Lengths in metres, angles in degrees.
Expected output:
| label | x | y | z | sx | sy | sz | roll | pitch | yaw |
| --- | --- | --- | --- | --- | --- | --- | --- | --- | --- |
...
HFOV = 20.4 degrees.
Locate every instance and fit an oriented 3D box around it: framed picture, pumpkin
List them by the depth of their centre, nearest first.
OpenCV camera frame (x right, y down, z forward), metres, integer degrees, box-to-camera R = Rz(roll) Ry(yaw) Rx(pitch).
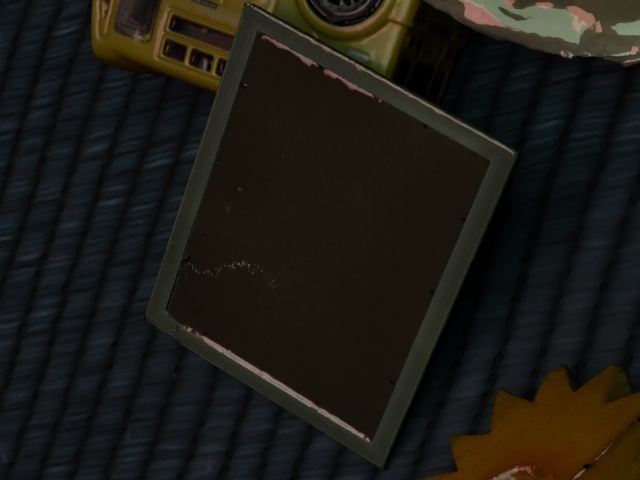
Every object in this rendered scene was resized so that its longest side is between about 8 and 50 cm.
| label | x | y | z | sx | sy | sz | roll | pitch | yaw |
| --- | --- | --- | --- | --- | --- | --- | --- | --- | --- |
| pumpkin | 0.153 | 0.210 | 1.260 | 0.254 | 0.149 | 0.130 | -43 | 24 | -5 |
| framed picture | 0.000 | 0.000 | 1.307 | 0.231 | 0.018 | 0.293 | 31 | 123 | 16 |

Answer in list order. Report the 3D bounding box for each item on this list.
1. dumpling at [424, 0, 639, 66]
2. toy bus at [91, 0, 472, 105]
| label | x | y | z | sx | sy | sz | roll | pitch | yaw |
| --- | --- | --- | --- | --- | --- | --- | --- | --- | --- |
| dumpling | 0.193 | -0.274 | 1.186 | 0.395 | 0.233 | 0.316 | -13 | 80 | 18 |
| toy bus | -0.063 | -0.179 | 1.370 | 0.331 | 0.145 | 0.151 | 21 | 98 | 23 |
